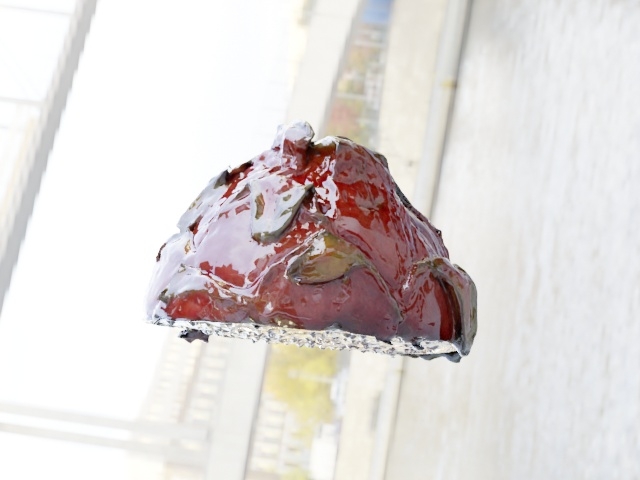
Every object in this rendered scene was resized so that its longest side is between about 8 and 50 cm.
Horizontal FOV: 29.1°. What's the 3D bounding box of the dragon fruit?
[{"bbox_3d":[-0.003,-0.001,0.832,0.218,0.224,0.148,57,-143,-79],"label":"dragon fruit"}]
